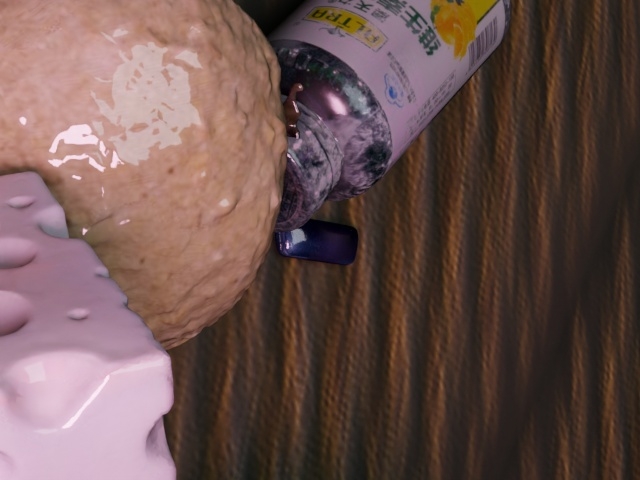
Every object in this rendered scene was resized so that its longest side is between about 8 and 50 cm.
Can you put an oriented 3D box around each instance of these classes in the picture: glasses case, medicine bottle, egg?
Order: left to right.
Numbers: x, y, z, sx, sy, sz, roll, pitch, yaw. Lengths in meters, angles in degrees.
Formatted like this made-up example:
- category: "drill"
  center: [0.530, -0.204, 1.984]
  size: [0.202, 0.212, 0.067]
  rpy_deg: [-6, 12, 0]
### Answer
- category: "egg"
  center: [-0.152, -0.070, 1.242]
  size: [0.279, 0.279, 0.310]
  rpy_deg: [-29, 105, -43]
- category: "glasses case"
  center: [0.000, 0.000, 1.524]
  size: [0.083, 0.023, 0.034]
  rpy_deg: [8, 73, -41]
- category: "medicine bottle"
  center: [0.026, -0.128, 1.496]
  size: [0.293, 0.141, 0.141]
  rpy_deg: [-48, 113, -38]

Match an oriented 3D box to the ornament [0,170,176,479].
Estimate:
- category: "ornament"
  center: [-0.226, 0.133, 1.028]
  size: [0.239, 0.240, 0.239]
  rpy_deg: [-12, 120, -21]
